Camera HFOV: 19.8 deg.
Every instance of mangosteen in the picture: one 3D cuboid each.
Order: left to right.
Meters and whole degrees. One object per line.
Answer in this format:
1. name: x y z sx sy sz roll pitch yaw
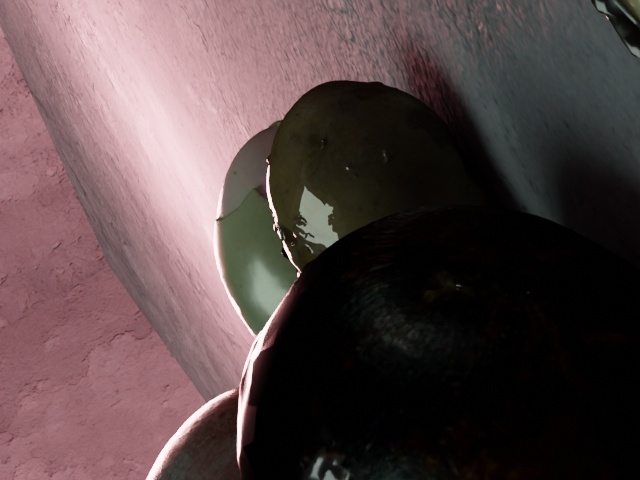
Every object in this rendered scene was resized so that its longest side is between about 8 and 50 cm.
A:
1. mangosteen: 0.098 0.137 1.152 0.330 0.330 0.330 55 168 18

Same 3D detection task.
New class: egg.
1. egg: 0.000 0.000 1.559 0.183 0.183 0.217 95 155 -71

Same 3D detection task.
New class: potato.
1. potato: 0.058 -0.001 1.378 0.262 0.165 0.165 56 169 -9

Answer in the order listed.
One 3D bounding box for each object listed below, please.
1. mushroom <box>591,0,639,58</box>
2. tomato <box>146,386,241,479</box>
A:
1. mushroom: 0.167 -0.162 0.613 0.344 0.130 0.247 50 150 31
2. tomato: -0.009 0.275 1.576 0.317 0.283 0.316 43 141 49
